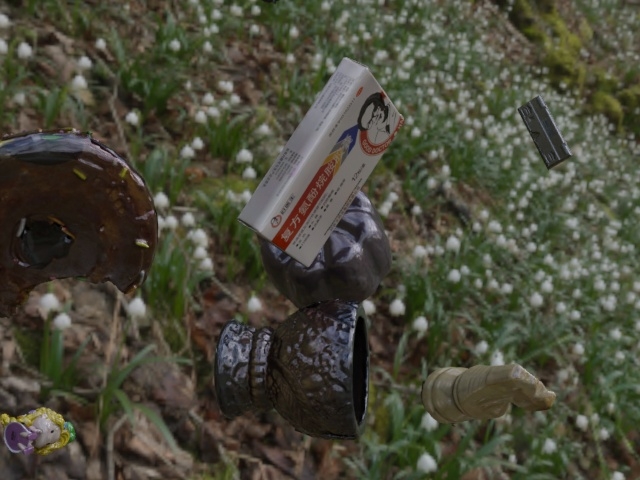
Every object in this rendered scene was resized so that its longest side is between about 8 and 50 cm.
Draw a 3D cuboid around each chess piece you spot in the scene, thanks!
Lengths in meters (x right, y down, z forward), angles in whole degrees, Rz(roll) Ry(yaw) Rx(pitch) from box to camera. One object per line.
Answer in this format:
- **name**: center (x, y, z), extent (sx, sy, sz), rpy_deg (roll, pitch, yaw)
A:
- **chess piece**: center (0.336, 0.303, 1.683), extent (0.137, 0.137, 0.301), rpy_deg (-1, -13, -25)

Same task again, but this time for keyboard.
- **keyboard**: center (0.392, -0.190, 1.461), extent (0.049, 0.129, 0.015), rpy_deg (-31, -23, 23)

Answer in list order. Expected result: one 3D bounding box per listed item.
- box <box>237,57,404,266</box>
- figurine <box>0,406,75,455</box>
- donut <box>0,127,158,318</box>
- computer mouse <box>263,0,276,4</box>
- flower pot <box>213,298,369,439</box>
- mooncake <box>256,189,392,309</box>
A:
- **box**: center (0.009, -0.138, 1.558), extent (0.069, 0.353, 0.214), rpy_deg (30, -5, 30)
- **figurine**: center (-0.588, 0.388, 1.733), extent (0.115, 0.095, 0.156), rpy_deg (32, 15, 26)
- **donut**: center (-0.300, -0.026, 0.919), extent (0.230, 0.216, 0.096), rpy_deg (-20, 30, -5)
- **computer mouse**: center (-0.131, -0.633, 1.931), extent (0.098, 0.172, 0.057), rpy_deg (-17, -3, 13)
- **flower pot**: center (-0.051, 0.246, 1.599), extent (0.267, 0.267, 0.266), rpy_deg (0, 14, 12)
- **mooncake**: center (0.000, 0.000, 1.806), extent (0.305, 0.154, 0.306), rpy_deg (-9, 52, 12)
